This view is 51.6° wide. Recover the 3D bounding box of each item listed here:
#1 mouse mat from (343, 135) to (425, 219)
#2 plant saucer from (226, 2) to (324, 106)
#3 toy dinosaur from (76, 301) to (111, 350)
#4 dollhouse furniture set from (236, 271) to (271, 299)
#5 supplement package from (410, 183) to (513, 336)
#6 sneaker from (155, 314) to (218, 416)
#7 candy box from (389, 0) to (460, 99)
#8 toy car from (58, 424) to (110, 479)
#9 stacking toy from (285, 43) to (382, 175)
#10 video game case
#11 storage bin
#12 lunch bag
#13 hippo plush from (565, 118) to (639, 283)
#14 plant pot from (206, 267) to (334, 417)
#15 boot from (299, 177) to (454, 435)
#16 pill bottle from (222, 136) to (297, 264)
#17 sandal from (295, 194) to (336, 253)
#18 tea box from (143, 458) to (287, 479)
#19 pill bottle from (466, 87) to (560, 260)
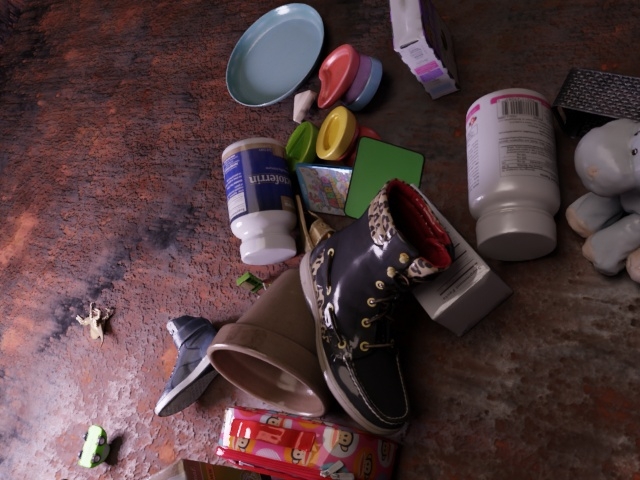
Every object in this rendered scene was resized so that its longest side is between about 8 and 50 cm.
[{"bbox_3d":[0.135,-0.117,1.383,0.007,0.152,0.190,132,152,-71],"label":"mouse mat"},{"bbox_3d":[-0.116,-0.490,1.774,0.317,0.043,0.318,-14,62,28],"label":"plant saucer"},{"bbox_3d":[-0.592,0.224,1.766,0.183,0.053,0.093,27,101,47],"label":"toy dinosaur"},{"bbox_3d":[-0.133,0.143,1.475,0.076,0.058,0.152,-36,53,15],"label":"dollhouse furniture set"},{"bbox_3d":[0.217,0.036,1.237,0.134,0.139,0.244,-43,53,11],"label":"supplement package"},{"bbox_3d":[-0.320,0.276,1.511,0.226,0.086,0.163,-46,61,-5],"label":"sneaker"},{"bbox_3d":[0.223,-0.425,1.412,0.070,0.196,0.165,-17,59,27],"label":"candy box"},{"bbox_3d":[-0.547,0.555,1.566,0.238,0.053,0.225,1,69,34],"label":"toy car"},{"bbox_3d":[0.044,-0.277,1.557,0.279,0.130,0.309,-28,48,53],"label":"stacking toy"},{"bbox_3d":[0.023,-0.111,1.461,0.166,0.119,0.015,10,38,37],"label":"video game case"},{"bbox_3d":[0.518,-0.228,1.168,0.180,0.122,0.084,25,84,39],"label":"storage bin"},{"bbox_3d":[-0.033,0.366,1.173,0.293,0.258,0.120,0,67,35],"label":"lunch bag"},{"bbox_3d":[0.511,-0.067,1.022,0.294,0.236,0.235,8,73,37],"label":"hippo plush"},{"bbox_3d":[-0.059,0.184,1.305,0.263,0.263,0.229,4,54,35],"label":"plant pot"},{"bbox_3d":[0.111,0.108,1.127,0.284,0.138,0.378,-48,49,41],"label":"boot"},{"bbox_3d":[-0.135,-0.087,1.509,0.153,0.153,0.265,-18,72,26],"label":"pill bottle"},{"bbox_3d":[0.000,0.003,1.455,0.079,0.088,0.240,-7,59,-5],"label":"sandal"},{"bbox_3d":[-0.239,0.573,1.174,0.329,0.323,0.220,-33,54,16],"label":"tea box"},{"bbox_3d":[0.349,-0.117,1.205,0.160,0.160,0.283,-10,63,30],"label":"pill bottle"}]
